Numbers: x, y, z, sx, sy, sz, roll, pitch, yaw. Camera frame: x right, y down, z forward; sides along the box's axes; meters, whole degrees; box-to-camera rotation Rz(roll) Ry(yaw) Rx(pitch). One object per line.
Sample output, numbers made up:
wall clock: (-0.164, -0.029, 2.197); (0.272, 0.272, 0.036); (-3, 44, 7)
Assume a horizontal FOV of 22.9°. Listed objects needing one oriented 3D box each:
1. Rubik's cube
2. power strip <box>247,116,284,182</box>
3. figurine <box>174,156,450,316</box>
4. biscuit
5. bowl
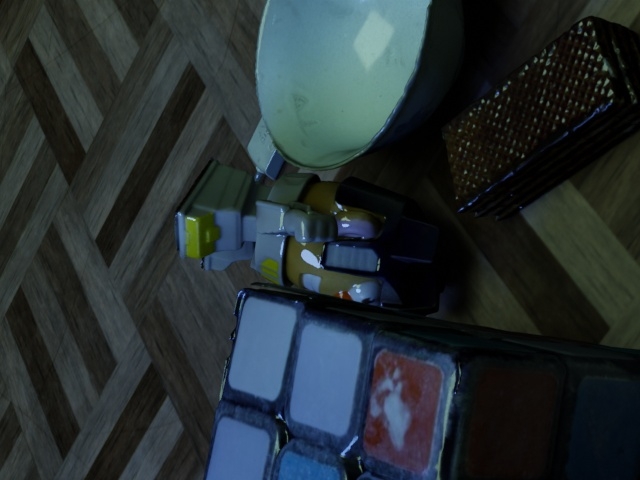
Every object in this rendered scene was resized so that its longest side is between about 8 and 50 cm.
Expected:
Rubik's cube: (0.120, 0.250, 1.415); (0.358, 0.363, 0.362); (6, 85, 55)
power strip: (-0.036, -0.171, 1.991); (0.060, 0.027, 0.253); (52, 123, 45)
figurine: (0.000, -0.003, 1.704); (0.308, 0.308, 0.143); (20, 106, 53)
biscuit: (0.223, -0.117, 1.598); (0.252, 0.070, 0.106); (-37, 53, 43)
bowl: (0.071, -0.217, 1.760); (0.313, 0.146, 0.313); (-19, 65, 50)
